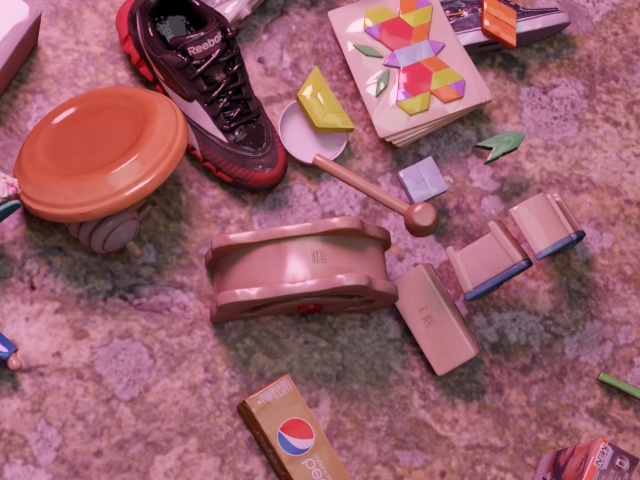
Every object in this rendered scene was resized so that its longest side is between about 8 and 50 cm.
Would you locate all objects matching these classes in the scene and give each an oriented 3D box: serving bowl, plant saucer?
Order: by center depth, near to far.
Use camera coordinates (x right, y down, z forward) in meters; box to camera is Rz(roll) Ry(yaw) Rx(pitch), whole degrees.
[{"bbox_3d":[-0.241,-0.102,1.437,0.200,0.037,0.200,-11,45,11],"label":"plant saucer"},{"bbox_3d":[-0.011,-0.125,1.568,0.083,0.027,0.083,4,72,-12],"label":"serving bowl"}]

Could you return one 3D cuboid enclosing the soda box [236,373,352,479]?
[{"bbox_3d":[-0.018,0.238,1.449,0.058,0.061,0.181,-29,84,-19],"label":"soda box"}]

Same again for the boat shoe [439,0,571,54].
[{"bbox_3d":[0.217,-0.282,1.648,0.183,0.065,0.083,-13,80,-16],"label":"boat shoe"}]

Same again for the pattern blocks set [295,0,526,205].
[{"bbox_3d":[0.104,-0.215,1.575,0.285,0.026,0.325,-36,83,-13],"label":"pattern blocks set"}]

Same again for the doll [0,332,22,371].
[{"bbox_3d":[-0.378,0.140,1.396,0.129,0.046,0.189,4,75,-14],"label":"doll"}]

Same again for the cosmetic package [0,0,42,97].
[{"bbox_3d":[-0.415,-0.176,1.445,0.127,0.107,0.238,32,67,-4],"label":"cosmetic package"}]

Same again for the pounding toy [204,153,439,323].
[{"bbox_3d":[0.000,0.000,1.479,0.270,0.154,0.154,-8,75,7],"label":"pounding toy"}]

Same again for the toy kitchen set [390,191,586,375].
[{"bbox_3d":[0.211,0.047,1.560,0.207,0.166,0.122,-32,83,17],"label":"toy kitchen set"}]

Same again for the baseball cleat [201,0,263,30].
[{"bbox_3d":[-0.082,-0.332,1.585,0.109,0.072,0.206,42,69,0],"label":"baseball cleat"}]

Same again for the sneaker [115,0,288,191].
[{"bbox_3d":[-0.125,-0.176,1.496,0.098,0.135,0.276,-35,90,-21],"label":"sneaker"}]

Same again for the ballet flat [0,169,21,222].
[{"bbox_3d":[-0.420,0.001,1.390,0.241,0.091,0.077,-39,87,-7],"label":"ballet flat"}]

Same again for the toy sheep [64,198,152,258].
[{"bbox_3d":[-0.236,-0.032,1.457,0.091,0.091,0.132,-37,70,-20],"label":"toy sheep"}]

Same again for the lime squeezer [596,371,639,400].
[{"bbox_3d":[0.447,0.268,1.572,0.110,0.059,0.310,-30,85,11],"label":"lime squeezer"}]

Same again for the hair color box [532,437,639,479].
[{"bbox_3d":[0.276,0.275,1.456,0.053,0.167,0.093,29,70,-5],"label":"hair color box"}]
